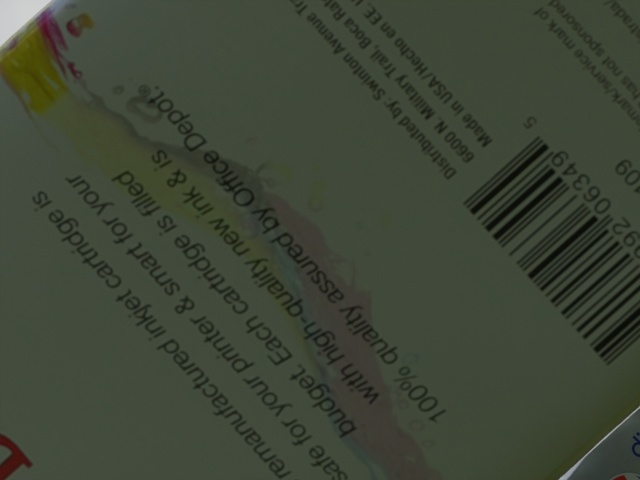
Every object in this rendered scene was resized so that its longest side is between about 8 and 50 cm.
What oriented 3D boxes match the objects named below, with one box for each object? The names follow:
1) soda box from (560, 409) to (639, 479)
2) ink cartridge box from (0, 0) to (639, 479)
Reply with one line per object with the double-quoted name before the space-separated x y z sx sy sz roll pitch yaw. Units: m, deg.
"soda box" 0.229 0.160 1.097 0.098 0.091 0.286 43 -115 2
"ink cartridge box" 0.000 0.000 0.520 0.270 0.197 0.198 -41 -92 1
